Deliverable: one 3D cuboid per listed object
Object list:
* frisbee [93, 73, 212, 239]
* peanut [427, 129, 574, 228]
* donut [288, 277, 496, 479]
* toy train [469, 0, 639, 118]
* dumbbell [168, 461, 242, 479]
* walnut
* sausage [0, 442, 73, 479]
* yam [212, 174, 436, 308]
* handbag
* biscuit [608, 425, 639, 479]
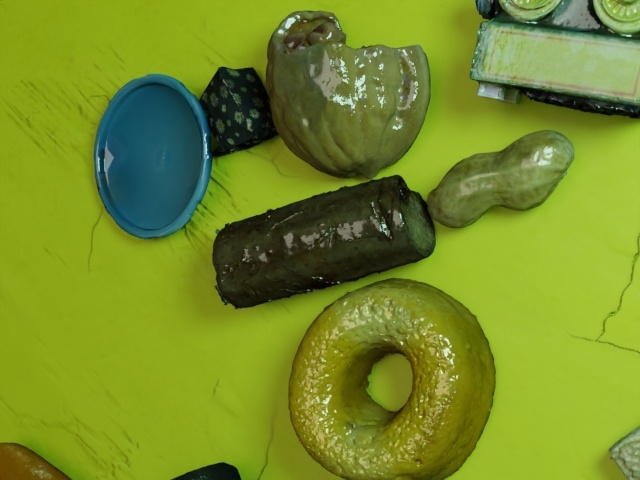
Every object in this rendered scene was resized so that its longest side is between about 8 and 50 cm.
[{"bbox_3d":[-0.241,-0.122,1.359,0.242,0.045,0.242,2,93,36],"label":"frisbee"},{"bbox_3d":[0.219,-0.071,1.133,0.193,0.089,0.089,-20,77,26],"label":"peanut"},{"bbox_3d":[0.076,0.180,1.158,0.278,0.108,0.277,-3,84,25],"label":"donut"},{"bbox_3d":[0.304,-0.239,1.082,0.261,0.134,0.177,14,100,26],"label":"toy train"},{"bbox_3d":[-0.148,0.471,1.185,0.204,0.204,0.322,-29,74,20],"label":"dumbbell"},{"bbox_3d":[0.013,-0.188,1.206,0.238,0.141,0.204,27,101,27],"label":"walnut"},{"bbox_3d":[-0.407,0.383,1.374,0.238,0.098,0.098,29,98,26],"label":"sausage"},{"bbox_3d":[-0.001,0.000,1.204,0.280,0.131,0.131,-17,79,22],"label":"yam"},{"bbox_3d":[-0.138,-0.166,1.312,0.139,0.072,0.115,-35,76,32],"label":"handbag"},{"bbox_3d":[0.444,0.208,1.014,0.239,0.062,0.108,-40,73,18],"label":"biscuit"}]
